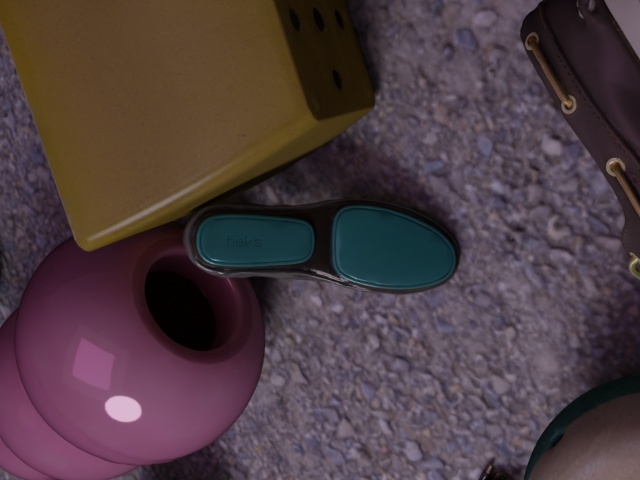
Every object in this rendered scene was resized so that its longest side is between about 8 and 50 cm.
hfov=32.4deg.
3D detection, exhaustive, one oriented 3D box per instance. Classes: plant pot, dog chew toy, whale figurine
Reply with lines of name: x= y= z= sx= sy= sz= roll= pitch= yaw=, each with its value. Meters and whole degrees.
plant pot: x=-0.081 y=-0.134 z=0.819 sx=0.187 sy=0.212 sz=0.212 roll=-16 pitch=95 yaw=22
dog chew toy: x=-0.196 y=0.118 z=0.962 sx=0.332 sy=0.207 sz=0.206 roll=-36 pitch=83 yaw=42
whale figurine: x=0.264 y=0.200 z=0.748 sx=0.272 sy=0.141 sz=0.216 roll=34 pitch=108 yaw=-7

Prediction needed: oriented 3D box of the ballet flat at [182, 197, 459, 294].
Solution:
ballet flat: x=0.000 y=0.000 z=0.861 sx=0.213 sy=0.068 sz=0.072 roll=5 pitch=93 yaw=-6

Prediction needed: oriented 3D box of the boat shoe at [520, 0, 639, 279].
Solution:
boat shoe: x=0.234 y=-0.027 z=0.696 sx=0.097 sy=0.117 sz=0.324 roll=-31 pitch=82 yaw=39

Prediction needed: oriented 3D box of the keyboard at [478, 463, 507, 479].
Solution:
keyboard: x=0.146 y=0.309 z=0.896 sx=0.201 sy=0.033 sz=0.317 roll=50 pitch=122 yaw=11
